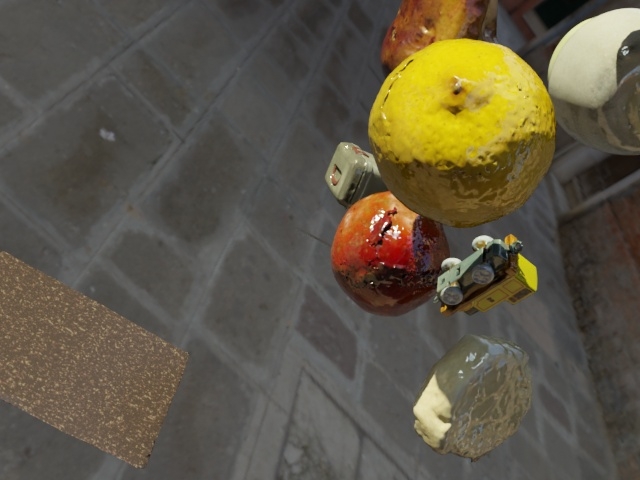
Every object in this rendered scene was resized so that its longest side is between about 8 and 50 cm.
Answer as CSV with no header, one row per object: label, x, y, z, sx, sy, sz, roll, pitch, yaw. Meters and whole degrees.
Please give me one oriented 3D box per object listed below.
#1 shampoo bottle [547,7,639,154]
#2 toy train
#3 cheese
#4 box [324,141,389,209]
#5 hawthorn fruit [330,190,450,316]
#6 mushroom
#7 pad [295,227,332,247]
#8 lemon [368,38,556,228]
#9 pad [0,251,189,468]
shampoo bottle,0.692,-0.356,1.700,0.322,0.322,0.317,42,18,-26
toy train,0.297,0.073,1.342,0.127,0.219,0.089,34,41,-18
cheese,0.363,0.374,1.749,0.115,0.326,0.318,33,-28,51
box,0.102,-0.165,1.984,0.129,0.148,0.210,18,18,-19
hawthorn fruit,0.162,0.038,1.726,0.316,0.316,0.316,41,29,-28
mushroom,0.266,-0.393,1.425,0.259,0.345,0.345,23,26,5
pad,0.000,0.000,2.151,0.157,0.003,0.112,28,3,7
lemon,0.204,-0.153,1.081,0.293,0.293,0.293,41,29,-28
pad,-0.362,0.168,1.074,0.330,0.004,0.220,33,39,-14
